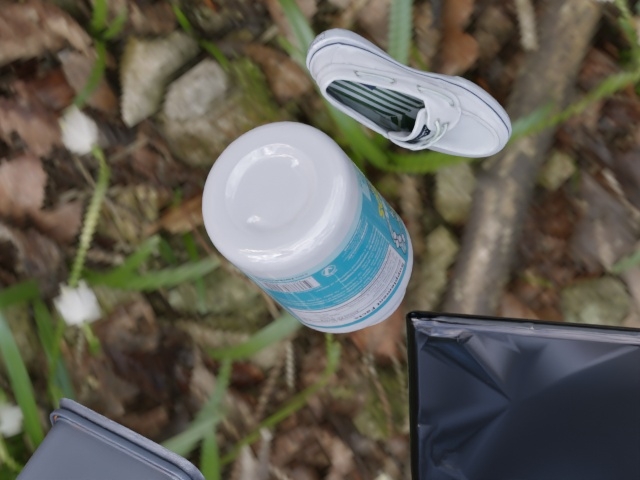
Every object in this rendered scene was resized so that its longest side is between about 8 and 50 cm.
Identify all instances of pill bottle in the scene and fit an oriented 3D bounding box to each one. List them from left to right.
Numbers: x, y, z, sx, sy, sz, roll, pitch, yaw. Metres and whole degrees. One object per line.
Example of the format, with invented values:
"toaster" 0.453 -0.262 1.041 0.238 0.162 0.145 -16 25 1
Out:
"pill bottle" 0.000 0.000 1.756 0.146 0.146 0.264 -40 151 2

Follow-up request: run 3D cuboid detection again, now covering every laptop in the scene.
"laptop" 0.307 0.218 2.001 0.381 0.236 0.408 4 117 14

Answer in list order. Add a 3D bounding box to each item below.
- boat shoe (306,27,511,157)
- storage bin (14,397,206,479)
"boat shoe" 0.083 -0.117 1.723 0.226 0.076 0.083 20 130 -23
"storage bin" -0.160 0.195 1.335 0.091 0.135 0.098 -50 153 -31
